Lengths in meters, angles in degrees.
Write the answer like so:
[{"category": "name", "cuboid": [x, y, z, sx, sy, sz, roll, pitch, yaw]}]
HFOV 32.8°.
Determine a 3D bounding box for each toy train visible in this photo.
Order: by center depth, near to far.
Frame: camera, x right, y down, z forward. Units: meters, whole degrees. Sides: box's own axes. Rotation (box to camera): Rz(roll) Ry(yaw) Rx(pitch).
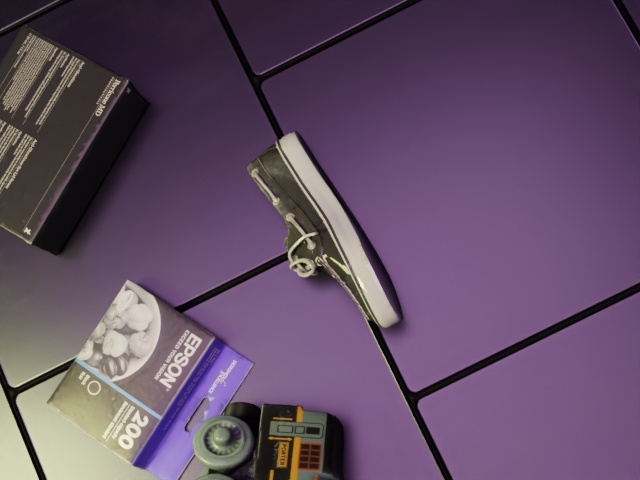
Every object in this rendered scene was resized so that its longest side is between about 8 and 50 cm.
[{"category": "toy train", "cuboid": [-0.070, 0.345, 1.323, 0.190, 0.142, 0.334, 2, 47, 4]}]

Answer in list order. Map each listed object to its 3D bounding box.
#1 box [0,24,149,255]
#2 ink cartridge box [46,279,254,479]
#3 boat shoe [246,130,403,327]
[{"category": "box", "cuboid": [-0.392, -0.139, 1.525, 0.184, 0.103, 0.261, 29, 84, 15]}, {"category": "ink cartridge box", "cuboid": [-0.232, 0.194, 1.472, 0.208, 0.045, 0.206, 32, 85, 11]}, {"category": "boat shoe", "cuboid": [-0.001, -0.001, 1.442, 0.105, 0.113, 0.306, -34, 74, 7]}]
